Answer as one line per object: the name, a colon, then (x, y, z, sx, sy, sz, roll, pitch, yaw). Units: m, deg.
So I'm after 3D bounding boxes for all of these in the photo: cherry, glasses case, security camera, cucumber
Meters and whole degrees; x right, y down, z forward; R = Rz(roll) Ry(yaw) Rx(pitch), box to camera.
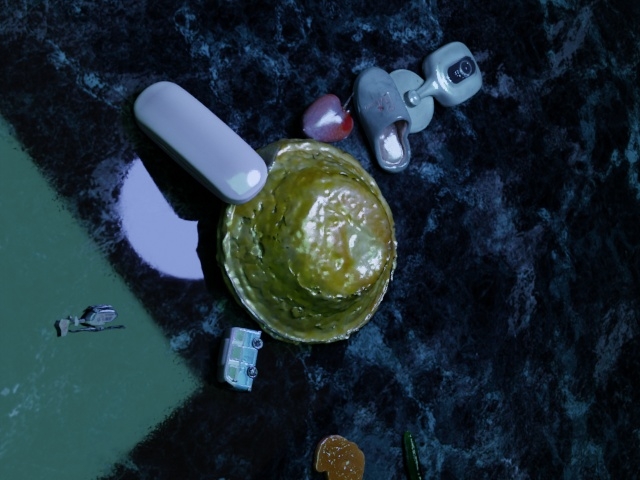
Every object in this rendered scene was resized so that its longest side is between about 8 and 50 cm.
cherry: (0.011, -0.266, 1.712, 0.126, 0.087, 0.106, -11, 90, -14)
glasses case: (-0.232, -0.189, 1.512, 0.297, 0.075, 0.113, 41, 67, 5)
security camera: (0.270, -0.373, 1.900, 0.301, 0.080, 0.157, -35, 102, -28)
cucumber: (0.211, 0.517, 1.746, 0.036, 0.033, 0.184, -12, 89, -8)

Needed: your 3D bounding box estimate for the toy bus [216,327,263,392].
toy bus: (-0.163, 0.234, 1.539, 0.075, 0.060, 0.123, 17, 72, -24)

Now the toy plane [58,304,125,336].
toy plane: (-0.413, 0.143, 1.415, 0.120, 0.031, 0.049, -3, 92, -35)

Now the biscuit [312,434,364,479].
biscuit: (0.041, 0.468, 1.653, 0.130, 0.019, 0.102, 39, 64, -21)

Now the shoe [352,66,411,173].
shoe: (0.152, -0.276, 1.784, 0.103, 0.100, 0.251, -19, 97, -15)

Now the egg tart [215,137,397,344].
egg tart: (0.000, 0.000, 1.608, 0.443, 0.178, 0.443, 4, 82, -32)
